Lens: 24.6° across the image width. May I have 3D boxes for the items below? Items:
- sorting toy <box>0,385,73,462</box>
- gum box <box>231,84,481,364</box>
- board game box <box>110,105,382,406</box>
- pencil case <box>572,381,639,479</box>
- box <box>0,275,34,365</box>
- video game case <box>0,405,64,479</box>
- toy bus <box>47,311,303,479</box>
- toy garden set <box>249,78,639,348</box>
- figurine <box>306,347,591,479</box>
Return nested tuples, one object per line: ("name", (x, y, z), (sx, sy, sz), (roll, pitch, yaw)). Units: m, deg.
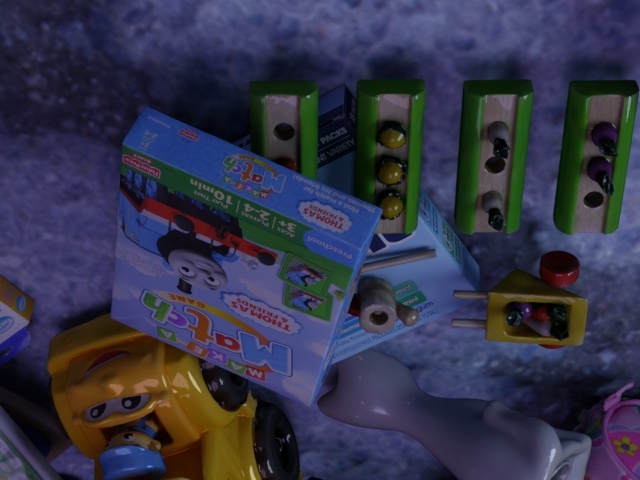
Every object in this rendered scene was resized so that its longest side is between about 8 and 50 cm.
("sorting toy", (-0.288, 0.157, 1.157), (0.274, 0.046, 0.132), (31, 137, -20))
("gum box", (0.000, 0.000, 1.027), (0.157, 0.041, 0.184), (-26, 124, 22))
("board game box", (-0.057, 0.018, 0.963), (0.160, 0.039, 0.211), (23, 147, 6))
("pencil case", (0.196, 0.239, 1.168), (0.124, 0.124, 0.284), (23, 127, -15))
("box", (-0.279, 0.043, 1.092), (0.081, 0.028, 0.136), (-33, 123, 27))
("video game case", (-0.326, 0.166, 1.091), (0.193, 0.023, 0.212), (-35, 105, 7))
("toy bus", (-0.118, 0.188, 1.084), (0.149, 0.211, 0.220), (-14, 126, 17))
("toy garden set", (0.077, -0.006, 0.962), (0.244, 0.049, 0.204), (-1, 127, -2))
("figurine", (0.078, 0.190, 1.102), (0.209, 0.092, 0.215), (23, 117, 28))
